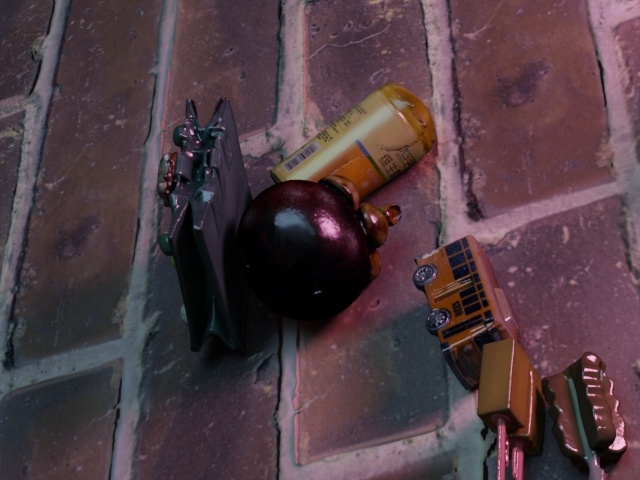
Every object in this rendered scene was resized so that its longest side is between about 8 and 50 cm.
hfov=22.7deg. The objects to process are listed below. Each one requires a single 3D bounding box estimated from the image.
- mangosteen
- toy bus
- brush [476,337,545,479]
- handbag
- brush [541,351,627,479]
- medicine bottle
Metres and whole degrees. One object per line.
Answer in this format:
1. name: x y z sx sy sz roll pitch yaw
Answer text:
1. mangosteen: 0.000 0.000 2.142 0.230 0.194 0.194 -32 38 -20
2. toy bus: 0.187 0.088 2.002 0.103 0.091 0.182 -25 40 11
3. brush: 0.216 0.236 1.832 0.047 0.103 0.233 -13 46 26
4. handbag: -0.160 -0.017 2.181 0.100 0.274 0.268 -3 49 9
5. brush: 0.309 0.257 1.780 0.084 0.071 0.301 -30 40 22
6. medicine bottle: 0.052 -0.121 2.268 0.239 0.124 0.124 -36 41 -1
